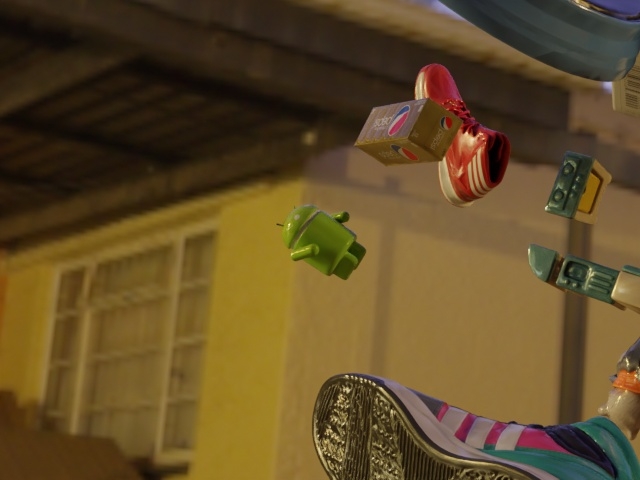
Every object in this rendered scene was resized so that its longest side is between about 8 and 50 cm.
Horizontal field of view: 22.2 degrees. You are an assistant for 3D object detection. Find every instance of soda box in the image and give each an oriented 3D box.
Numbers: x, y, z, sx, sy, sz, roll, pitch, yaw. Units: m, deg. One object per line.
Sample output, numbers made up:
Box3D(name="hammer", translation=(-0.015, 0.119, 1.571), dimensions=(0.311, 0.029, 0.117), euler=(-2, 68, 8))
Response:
Box3D(name="soda box", translation=(0.110, -0.137, 2.096), dimensions=(0.058, 0.061, 0.181), euler=(31, -10, -17))

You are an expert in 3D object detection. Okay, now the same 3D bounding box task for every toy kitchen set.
Box3D(name="toy kitchen set", translation=(0.356, -0.008, 1.973), dimensions=(0.207, 0.166, 0.122), euler=(19, -3, 35))

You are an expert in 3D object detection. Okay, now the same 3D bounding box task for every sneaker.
Box3D(name="sneaker", translation=(0.142, 0.179, 1.286), dimensions=(0.178, 0.124, 0.295), euler=(6, 14, -42))
Box3D(name="sneaker", translation=(0.221, -0.170, 2.397), dimensions=(0.087, 0.221, 0.128), euler=(-11, -9, -39))

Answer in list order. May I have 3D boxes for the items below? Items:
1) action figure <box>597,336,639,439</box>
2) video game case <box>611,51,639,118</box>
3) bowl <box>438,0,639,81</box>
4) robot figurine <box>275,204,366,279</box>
Box3D(name="action figure", translation=(0.517, 0.148, 2.475), dimensions=(0.178, 0.330, 0.341), euler=(38, -18, -17))
Box3D(name="video game case", translation=(0.527, -0.243, 2.172), dimensions=(0.300, 0.036, 0.329), euler=(20, -28, 24))
Box3D(name="bowl", translation=(0.208, -0.327, 1.863), dimensions=(0.391, 0.391, 0.077), euler=(15, -60, -35))
Box3D(name="robot figurine", translation=(0.000, 0.000, 2.093), dimensions=(0.115, 0.101, 0.067), euler=(35, -45, 7))
